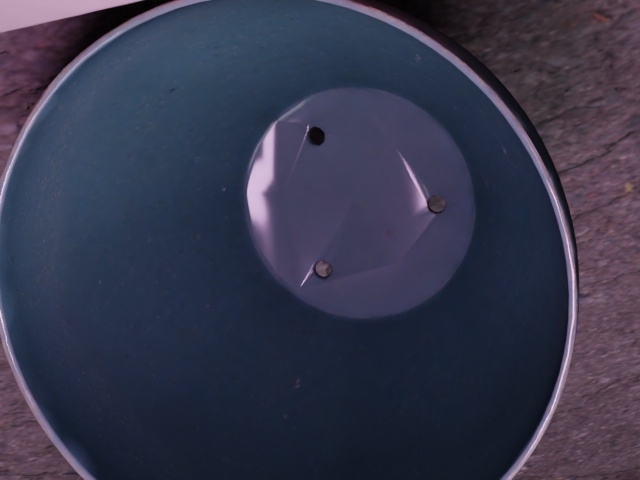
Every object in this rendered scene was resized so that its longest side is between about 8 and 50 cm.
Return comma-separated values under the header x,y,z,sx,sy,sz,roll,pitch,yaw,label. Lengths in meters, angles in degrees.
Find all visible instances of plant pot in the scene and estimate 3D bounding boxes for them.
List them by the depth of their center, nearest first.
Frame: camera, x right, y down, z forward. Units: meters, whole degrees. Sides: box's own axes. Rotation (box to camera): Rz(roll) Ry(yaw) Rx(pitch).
x,y,z,sx,sy,sz,roll,pitch,yaw,label
0.000,0.000,0.935,0.290,0.290,0.195,-23,-172,19,plant pot

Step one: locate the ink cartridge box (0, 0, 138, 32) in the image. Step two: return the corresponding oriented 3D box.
x,y,z,sx,sy,sz,roll,pitch,yaw,label
-0.092,-0.201,0.682,0.261,0.066,0.296,-14,154,4,ink cartridge box
